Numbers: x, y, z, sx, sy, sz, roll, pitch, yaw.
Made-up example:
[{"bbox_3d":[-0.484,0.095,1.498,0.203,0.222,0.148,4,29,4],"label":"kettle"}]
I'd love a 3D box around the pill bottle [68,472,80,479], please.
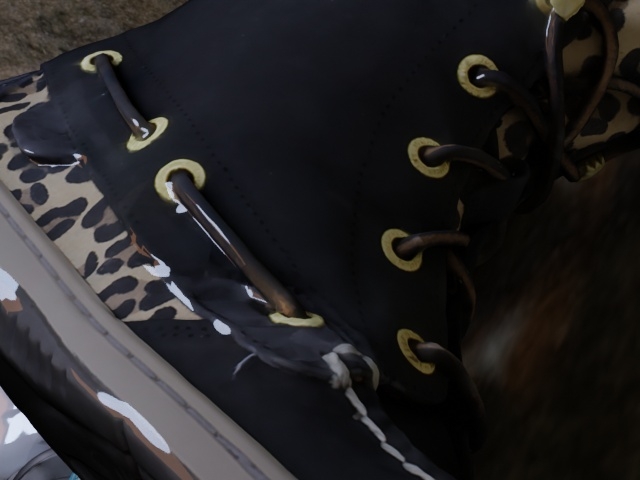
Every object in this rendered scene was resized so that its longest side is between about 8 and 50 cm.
[{"bbox_3d":[-0.047,0.139,0.629,0.264,0.146,0.146,-59,14,16],"label":"pill bottle"}]

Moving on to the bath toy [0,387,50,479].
[{"bbox_3d":[-0.171,0.090,1.130,0.151,0.129,0.348,-16,-12,-46],"label":"bath toy"}]

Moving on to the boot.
[{"bbox_3d":[0.041,-0.004,0.479,0.284,0.138,0.377,-38,47,-19],"label":"boot"}]

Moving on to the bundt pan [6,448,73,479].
[{"bbox_3d":[-0.211,0.290,1.016,0.331,0.124,0.331,-58,14,24],"label":"bundt pan"}]
